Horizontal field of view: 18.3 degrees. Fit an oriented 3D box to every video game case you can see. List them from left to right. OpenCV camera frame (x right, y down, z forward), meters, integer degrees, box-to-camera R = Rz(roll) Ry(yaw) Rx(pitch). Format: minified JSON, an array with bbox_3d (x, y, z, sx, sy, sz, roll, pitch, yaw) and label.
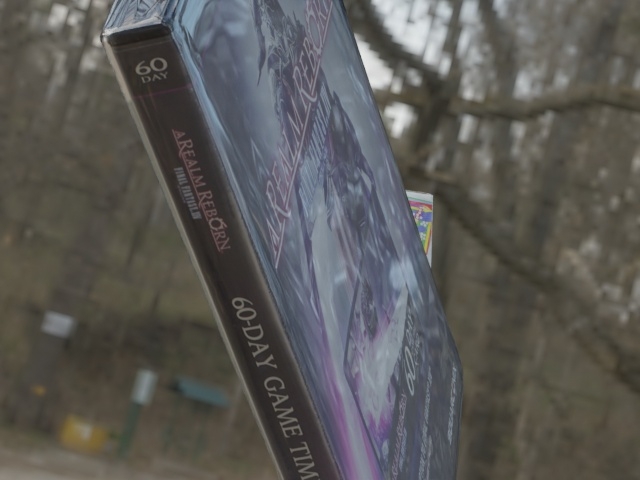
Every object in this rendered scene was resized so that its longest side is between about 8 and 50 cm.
[{"bbox_3d":[0.000,0.000,0.676,0.026,0.196,0.274,-10,-58,14],"label":"video game case"}]

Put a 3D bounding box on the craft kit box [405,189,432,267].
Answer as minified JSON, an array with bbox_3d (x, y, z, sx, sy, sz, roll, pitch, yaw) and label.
[{"bbox_3d":[0.046,0.118,1.790,0.061,0.250,0.247,6,-27,-6],"label":"craft kit box"}]
